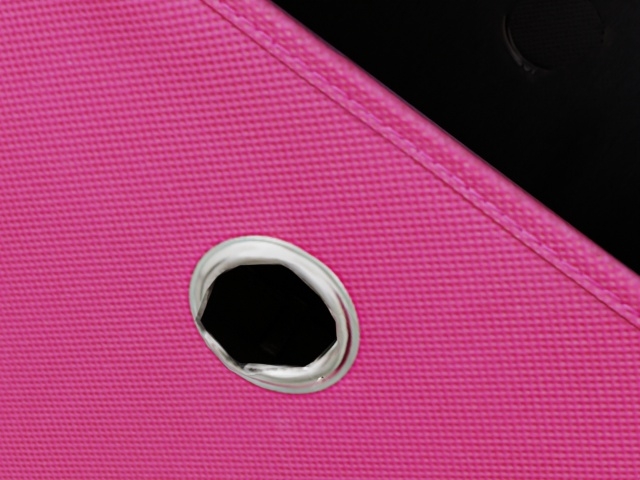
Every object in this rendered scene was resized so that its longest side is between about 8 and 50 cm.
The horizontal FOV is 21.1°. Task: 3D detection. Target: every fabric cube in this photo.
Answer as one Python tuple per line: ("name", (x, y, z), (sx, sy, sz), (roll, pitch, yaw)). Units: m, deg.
("fabric cube", (0.000, 0.000, 0.478), (0.258, 0.254, 0.259), (-52, 0, 36))
